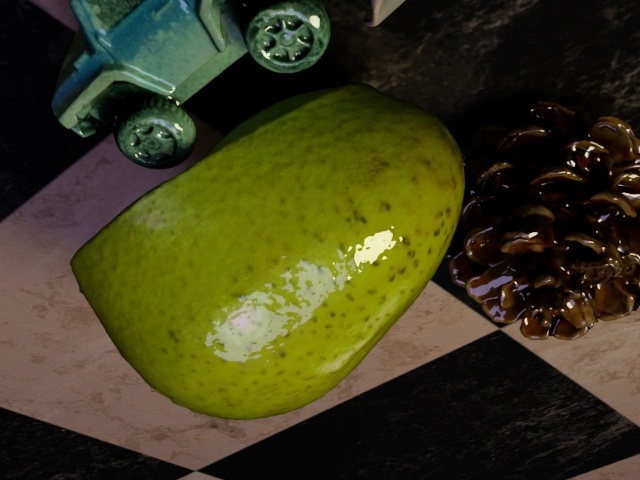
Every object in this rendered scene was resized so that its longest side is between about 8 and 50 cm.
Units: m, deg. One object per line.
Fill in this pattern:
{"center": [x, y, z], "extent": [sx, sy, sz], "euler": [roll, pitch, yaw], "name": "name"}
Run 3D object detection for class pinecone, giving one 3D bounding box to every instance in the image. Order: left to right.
{"center": [0.247, -0.011, 0.860], "extent": [0.244, 0.257, 0.243], "euler": [-9, 129, -11], "name": "pinecone"}

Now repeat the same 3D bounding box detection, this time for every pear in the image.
{"center": [0.000, 0.000, 0.769], "extent": [0.318, 0.238, 0.342], "euler": [-39, 171, 23], "name": "pear"}

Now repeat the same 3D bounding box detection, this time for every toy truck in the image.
{"center": [-0.103, -0.191, 0.656], "extent": [0.279, 0.155, 0.156], "euler": [-31, 127, 29], "name": "toy truck"}

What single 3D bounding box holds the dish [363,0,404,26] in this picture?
{"center": [0.073, -0.271, 0.606], "extent": [0.064, 0.154, 0.234], "euler": [32, 138, 8], "name": "dish"}
